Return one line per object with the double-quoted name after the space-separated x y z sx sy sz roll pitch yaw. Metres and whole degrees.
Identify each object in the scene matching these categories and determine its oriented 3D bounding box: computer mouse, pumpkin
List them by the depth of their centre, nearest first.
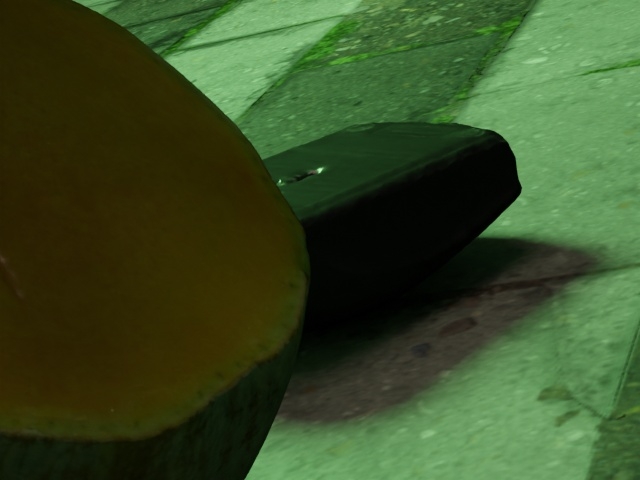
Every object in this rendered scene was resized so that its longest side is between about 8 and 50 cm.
-0.170 0.021 0.845 0.332 0.199 0.332 17 37 -14 "pumpkin"
0.000 0.000 1.210 0.269 0.100 0.170 -23 22 -36 "computer mouse"
